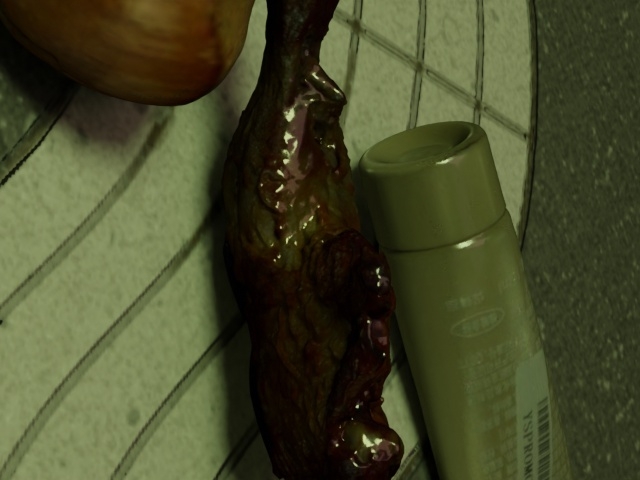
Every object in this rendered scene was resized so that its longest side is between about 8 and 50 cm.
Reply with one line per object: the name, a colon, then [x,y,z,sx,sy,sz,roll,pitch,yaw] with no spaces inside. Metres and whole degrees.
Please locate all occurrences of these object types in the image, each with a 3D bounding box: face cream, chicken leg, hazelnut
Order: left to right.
hazelnut: [-0.097,-0.151,1.007,0.150,0.150,0.150,16,69,-48]
chicken leg: [-0.003,0.002,1.061,0.083,0.177,0.323,-4,68,-16]
face cream: [0.106,0.095,1.242,0.137,0.084,0.341,-37,118,-46]
